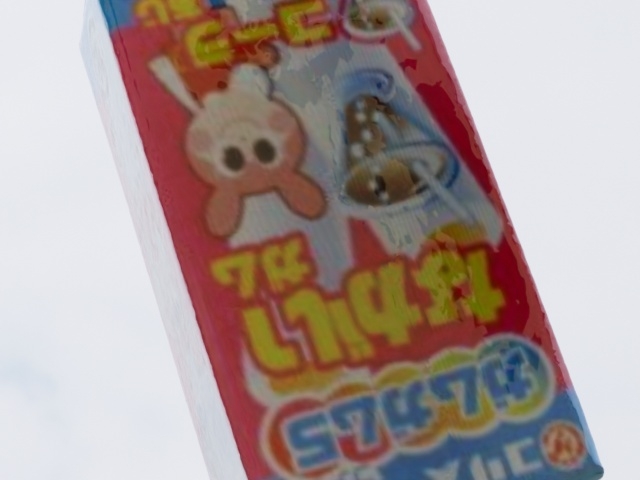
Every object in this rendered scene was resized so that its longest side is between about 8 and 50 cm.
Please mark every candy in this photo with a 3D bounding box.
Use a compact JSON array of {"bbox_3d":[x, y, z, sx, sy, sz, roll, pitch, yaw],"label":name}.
[{"bbox_3d":[0.000,0.000,0.717,0.157,0.305,0.100,-14,-15,-16],"label":"candy"}]
